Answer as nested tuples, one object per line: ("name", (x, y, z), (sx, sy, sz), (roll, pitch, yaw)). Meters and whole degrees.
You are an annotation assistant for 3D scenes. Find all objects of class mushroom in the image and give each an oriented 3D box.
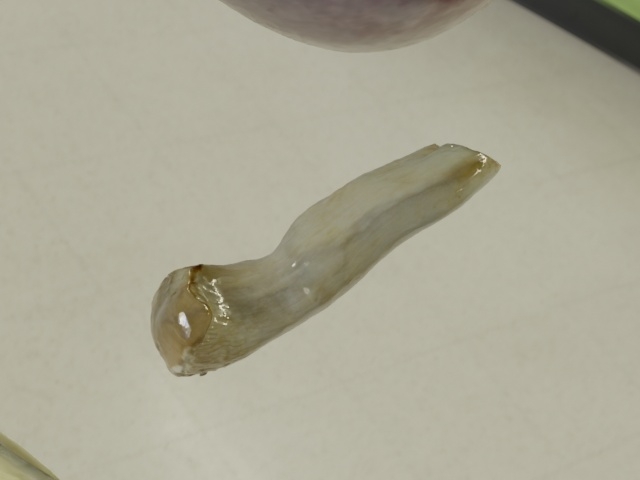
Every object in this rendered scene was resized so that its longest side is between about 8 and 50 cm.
("mushroom", (0.002, 0.001, 0.754), (0.202, 0.054, 0.059), (-30, 40, -8))

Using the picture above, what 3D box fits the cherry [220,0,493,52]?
("cherry", (0.033, -0.231, 0.811), (0.261, 0.307, 0.221), (20, 44, -48))

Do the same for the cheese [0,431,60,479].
("cheese", (-0.146, 0.115, 0.276), (0.266, 0.127, 0.233), (36, 29, 3))
